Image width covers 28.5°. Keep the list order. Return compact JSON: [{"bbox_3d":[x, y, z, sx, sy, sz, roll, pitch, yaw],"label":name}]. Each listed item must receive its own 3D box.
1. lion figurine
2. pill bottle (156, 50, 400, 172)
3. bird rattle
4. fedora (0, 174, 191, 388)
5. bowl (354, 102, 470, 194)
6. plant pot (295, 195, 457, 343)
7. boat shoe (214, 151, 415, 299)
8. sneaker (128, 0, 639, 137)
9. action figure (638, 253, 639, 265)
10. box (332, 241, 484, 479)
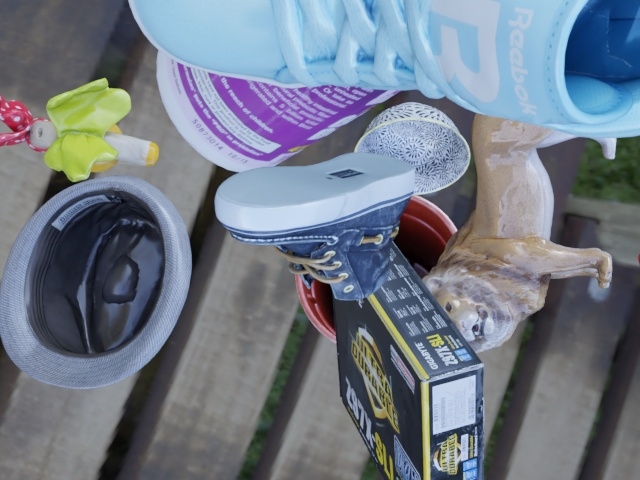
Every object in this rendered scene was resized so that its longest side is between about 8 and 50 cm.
[{"bbox_3d":[0.243,-0.053,1.564,0.142,0.240,0.392,16,77,-79],"label":"lion figurine"},{"bbox_3d":[0.005,-0.188,1.113,0.169,0.301,0.169,22,56,-36],"label":"pill bottle"},{"bbox_3d":[-0.346,-0.132,1.759,0.207,0.253,0.143,14,77,-44],"label":"bird rattle"},{"bbox_3d":[-0.265,0.061,1.576,0.124,0.243,0.275,53,41,-68],"label":"fedora"},{"bbox_3d":[0.135,-0.151,1.865,0.170,0.170,0.080,39,41,-38],"label":"bowl"},{"bbox_3d":[0.112,0.084,2.096,0.272,0.272,0.265,-61,165,-11],"label":"plant pot"},{"bbox_3d":[0.000,0.000,0.758,0.183,0.065,0.083,-15,119,-56],"label":"boat shoe"},{"bbox_3d":[0.067,-0.107,0.495,0.150,0.366,0.135,-58,139,-53],"label":"sneaker"},{"bbox_3d":[0.354,0.030,1.171,0.115,0.030,0.038,18,117,-11],"label":"action figure"},{"bbox_3d":[0.098,0.170,1.488,0.079,0.322,0.257,-14,123,-12],"label":"box"}]
